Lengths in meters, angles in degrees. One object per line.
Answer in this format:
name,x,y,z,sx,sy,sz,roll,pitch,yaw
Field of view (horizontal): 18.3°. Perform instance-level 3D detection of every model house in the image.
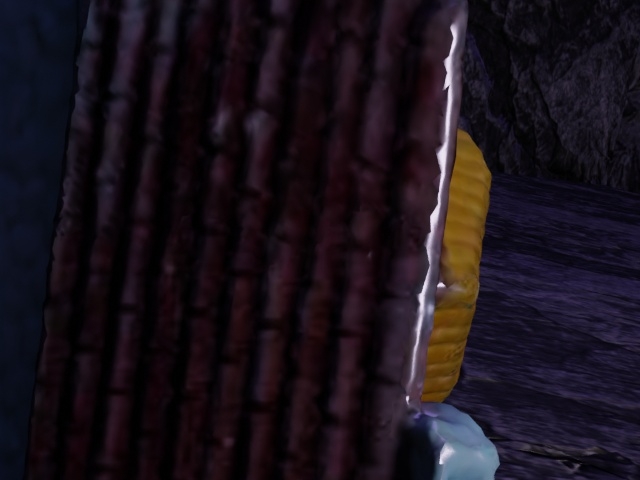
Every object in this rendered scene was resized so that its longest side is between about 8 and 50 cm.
model house,0.000,0.000,0.860,0.230,0.280,0.249,3,6,-45
